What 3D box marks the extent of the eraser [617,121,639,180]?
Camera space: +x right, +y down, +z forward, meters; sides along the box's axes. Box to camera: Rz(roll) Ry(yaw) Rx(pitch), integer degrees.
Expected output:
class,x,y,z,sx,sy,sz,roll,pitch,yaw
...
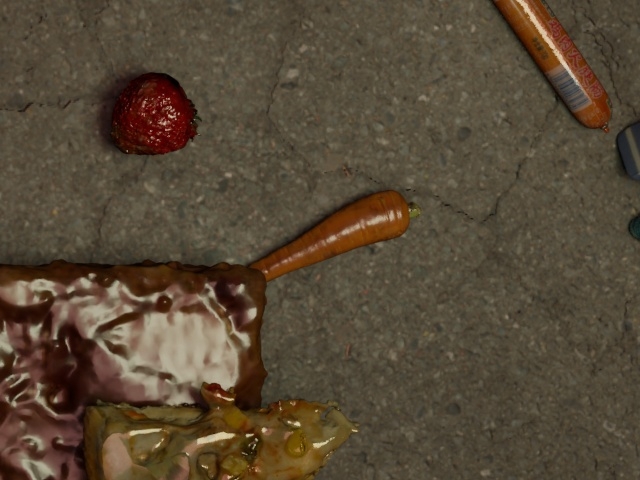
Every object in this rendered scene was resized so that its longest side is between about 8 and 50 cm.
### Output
class,x,y,z,sx,sy,sz,roll,pitch,yaw
eraser,0.489,-0.103,1.848,0.225,0.036,0.082,6,49,-14

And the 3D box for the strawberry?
class,x,y,z,sx,sy,sz,roll,pitch,yaw
strawberry,-0.192,-0.139,1.664,0.106,0.106,0.106,-1,92,-14

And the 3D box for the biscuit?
class,x,y,z,sx,sy,sz,roll,pitch,yaw
biscuit,-0.265,0.187,1.623,0.395,0.166,0.342,3,90,-16

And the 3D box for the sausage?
class,x,y,z,sx,sy,sz,roll,pitch,yaw
sausage,0.258,-0.273,1.794,0.053,0.053,0.348,-39,101,-10

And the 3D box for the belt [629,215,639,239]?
class,x,y,z,sx,sy,sz,roll,pitch,yaw
belt,0.477,0.073,1.854,0.087,0.072,0.302,-22,98,-13

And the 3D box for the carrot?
class,x,y,z,sx,sy,sz,roll,pitch,yaw
carrot,0.000,0.000,1.744,0.257,0.061,0.061,-21,97,-7

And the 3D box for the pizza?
class,x,y,z,sx,sy,sz,roll,pitch,yaw
pizza,-0.101,0.242,1.551,0.297,0.071,0.189,-2,95,-16
